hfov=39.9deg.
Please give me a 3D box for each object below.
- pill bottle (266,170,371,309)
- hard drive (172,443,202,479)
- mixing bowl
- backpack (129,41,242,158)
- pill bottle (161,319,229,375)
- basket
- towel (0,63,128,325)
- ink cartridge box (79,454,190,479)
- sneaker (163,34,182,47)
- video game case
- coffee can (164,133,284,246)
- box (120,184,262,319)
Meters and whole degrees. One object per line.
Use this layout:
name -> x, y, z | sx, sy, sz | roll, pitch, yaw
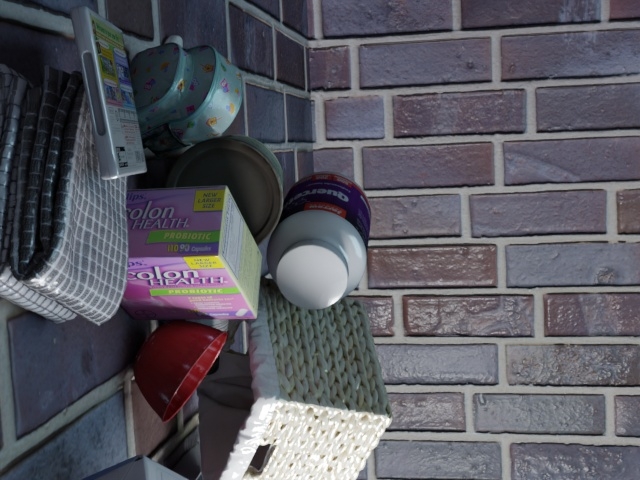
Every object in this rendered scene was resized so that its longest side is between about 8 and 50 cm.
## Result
pill bottle -> 0.000, 0.000, 1.649 | 0.323, 0.181, 0.182 | -77, 163, -67
hard drive -> -0.245, 0.502, 1.652 | 0.255, 0.054, 0.172 | -45, 133, -77
mixing bowl -> -0.246, 0.201, 1.467 | 0.181, 0.098, 0.181 | -56, 174, -9
backpack -> -0.228, -0.242, 1.457 | 0.144, 0.188, 0.166 | 47, 42, -52
pill bottle -> -0.224, 0.128, 1.588 | 0.123, 0.122, 0.219 | -58, 155, -73
basket -> -0.061, 0.294, 1.638 | 0.331, 0.266, 0.328 | -102, -150, -51
towel -> -0.319, -0.053, 1.099 | 0.235, 0.121, 0.284 | 61, 29, -71
ink cartridge box -> -0.191, 0.506, 1.254 | 0.395, 0.151, 0.270 | 48, 23, -51
sneaker -> -0.264, -0.319, 1.634 | 0.054, 0.061, 0.152 | 70, 20, -57
video game case -> -0.256, -0.175, 1.085 | 0.212, 0.023, 0.193 | -107, -172, -83
coffee can -> -0.166, -0.091, 1.618 | 0.275, 0.201, 0.202 | -99, -174, -82
box -> -0.222, 0.027, 1.373 | 0.243, 0.213, 0.117 | 72, 19, -61
